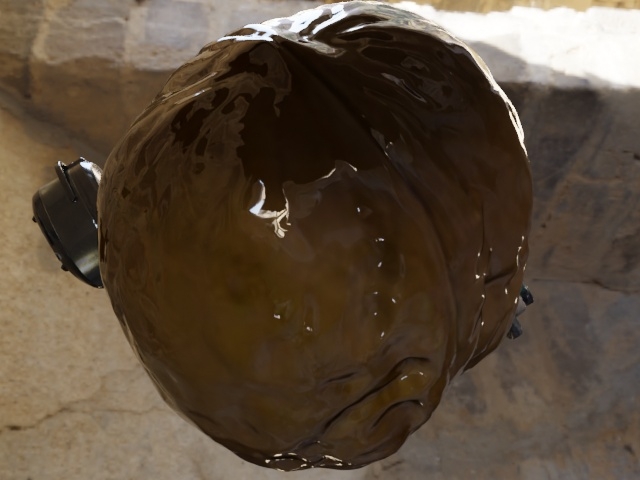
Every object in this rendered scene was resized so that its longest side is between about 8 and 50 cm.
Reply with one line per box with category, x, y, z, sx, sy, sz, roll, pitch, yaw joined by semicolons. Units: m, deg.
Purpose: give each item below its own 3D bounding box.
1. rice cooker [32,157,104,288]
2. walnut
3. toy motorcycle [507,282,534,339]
rice cooker;-0.284;-0.021;0.889;0.165;0.106;0.112;48;176;23
walnut;0.000;0.000;0.601;0.354;0.308;0.398;-43;-35;-28
toy motorcycle;0.160;0.035;0.889;0.171;0.110;0.260;53;178;-10
